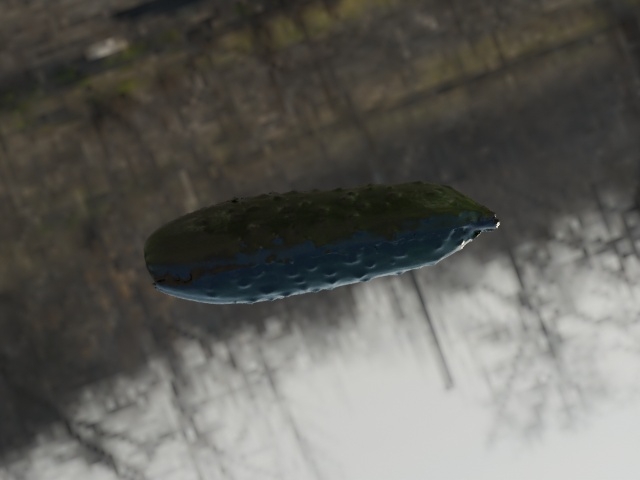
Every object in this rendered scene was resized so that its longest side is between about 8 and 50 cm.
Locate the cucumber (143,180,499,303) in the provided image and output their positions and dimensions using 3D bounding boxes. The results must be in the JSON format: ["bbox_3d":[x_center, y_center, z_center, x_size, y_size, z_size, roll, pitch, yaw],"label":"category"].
[{"bbox_3d":[0.000,0.000,1.204,0.227,0.069,0.069,-9,-178,5],"label":"cucumber"}]
